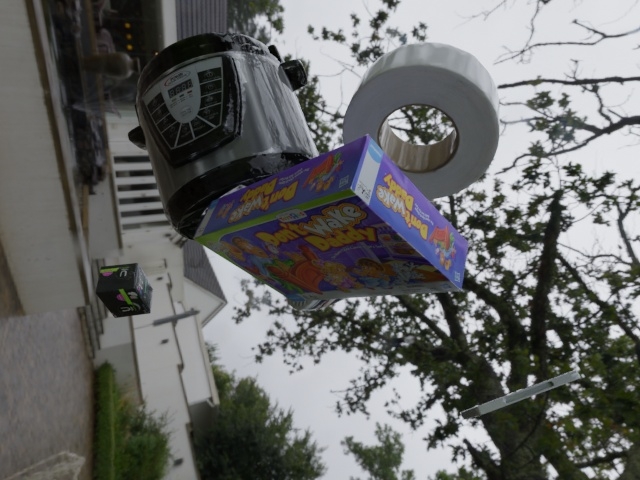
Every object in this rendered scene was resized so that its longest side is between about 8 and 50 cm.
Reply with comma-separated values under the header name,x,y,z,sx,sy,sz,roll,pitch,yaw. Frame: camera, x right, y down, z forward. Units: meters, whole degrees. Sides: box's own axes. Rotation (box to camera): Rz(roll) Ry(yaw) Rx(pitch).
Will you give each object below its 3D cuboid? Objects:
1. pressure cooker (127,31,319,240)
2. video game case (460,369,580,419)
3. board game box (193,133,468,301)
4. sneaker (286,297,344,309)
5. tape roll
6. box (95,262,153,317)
name,x,y,z,sx,sy,sz,roll,pitch,yaw
pressure cooker,-0.219,-0.245,0.947,0.375,0.369,0.421,-36,-112,50
video game case,0.232,0.185,0.488,0.087,0.121,0.011,78,-7,-63
board game box,0.000,0.000,0.613,0.346,0.233,0.078,-12,-130,46
sneaker,0.058,0.060,1.040,0.321,0.127,0.126,-40,-118,22
tape roll,0.188,-0.214,0.783,0.286,0.285,0.100,116,-5,-49
box,-0.324,0.084,0.686,0.083,0.062,0.052,90,-9,-52
